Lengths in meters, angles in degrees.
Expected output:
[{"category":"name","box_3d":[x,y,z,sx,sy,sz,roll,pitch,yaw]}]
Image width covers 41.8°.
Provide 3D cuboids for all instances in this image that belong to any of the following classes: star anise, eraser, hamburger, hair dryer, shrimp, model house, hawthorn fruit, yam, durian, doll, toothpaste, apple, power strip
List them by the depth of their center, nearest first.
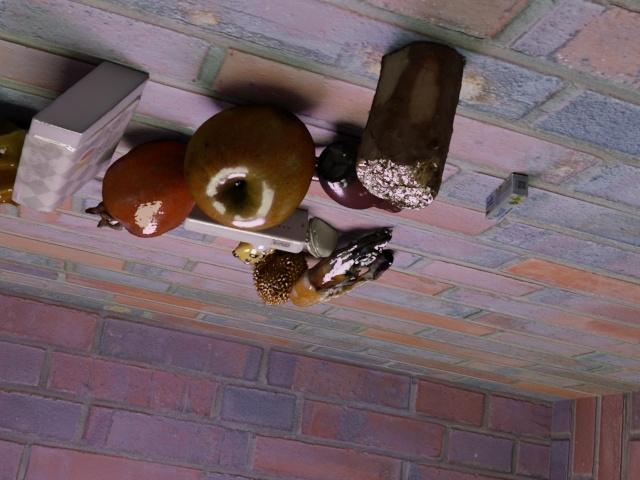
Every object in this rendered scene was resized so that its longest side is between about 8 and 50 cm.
[{"category":"yam","box_3d":[0.130,-0.171,1.222,0.128,0.238,0.129,16,156,0]},{"category":"apple","box_3d":[-0.122,-0.137,1.475,0.237,0.207,0.237,9,127,13]},{"category":"eraser","box_3d":[-0.454,-0.182,1.556,0.082,0.213,0.397,45,150,-5]},{"category":"hair dryer","box_3d":[-0.011,-0.136,1.661,0.340,0.123,0.312,13,176,23]},{"category":"toothpaste","box_3d":[0.370,-0.085,1.670,0.034,0.046,0.164,7,162,-7]},{"category":"hawthorn fruit","box_3d":[-0.318,-0.123,1.694,0.251,0.199,0.199,-33,141,29]},{"category":"model house","box_3d":[-0.637,-0.158,1.740,0.239,0.173,0.268,-18,-178,-36]},{"category":"power strip","box_3d":[-0.182,-0.049,1.955,0.338,0.098,0.058,11,147,-9]},{"category":"star anise","box_3d":[-0.423,-0.074,2.030,0.288,0.088,0.288,-4,160,-2]},{"category":"hamburger","box_3d":[-0.003,0.000,2.057,0.054,0.084,0.121,2,160,25]},{"category":"doll","box_3d":[-0.151,0.003,2.142,0.117,0.086,0.291,-19,172,-22]},{"category":"shrimp","box_3d":[0.091,0.076,2.174,0.272,0.085,0.445,-8,159,-31]},{"category":"durian","box_3d":[-0.116,0.103,2.334,0.137,0.168,0.158,36,166,-33]}]
